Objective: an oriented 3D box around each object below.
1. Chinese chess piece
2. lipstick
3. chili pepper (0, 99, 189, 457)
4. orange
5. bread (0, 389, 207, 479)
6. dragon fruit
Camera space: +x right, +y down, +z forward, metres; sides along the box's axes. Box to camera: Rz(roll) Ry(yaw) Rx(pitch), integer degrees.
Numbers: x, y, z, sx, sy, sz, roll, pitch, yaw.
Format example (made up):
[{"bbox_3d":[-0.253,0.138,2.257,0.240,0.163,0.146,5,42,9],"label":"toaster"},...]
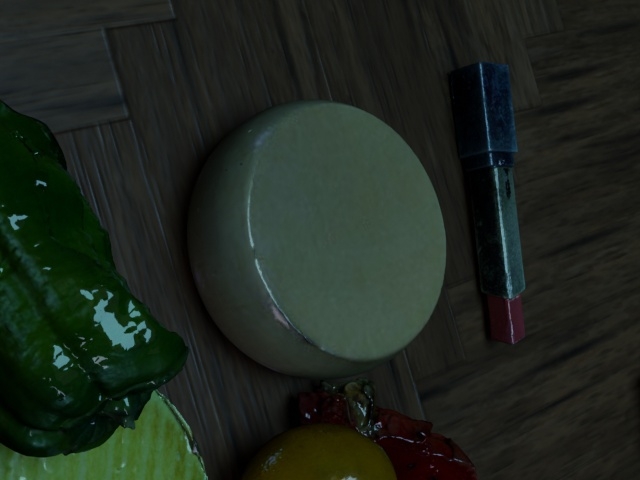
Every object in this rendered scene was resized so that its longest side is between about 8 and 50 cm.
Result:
[{"bbox_3d":[0.000,0.000,1.242,0.273,0.102,0.273,10,73,-37],"label":"Chinese chess piece"},{"bbox_3d":[0.192,-0.040,1.452,0.051,0.051,0.312,-1,83,-42],"label":"lipstick"},{"bbox_3d":[-0.255,-0.008,0.975,0.167,0.213,0.385,-33,77,-6],"label":"chili pepper"},{"bbox_3d":[0.000,0.240,1.162,0.156,0.124,0.156,-3,96,-28],"label":"orange"},{"bbox_3d":[-0.204,0.232,1.051,0.301,0.045,0.301,11,72,-39],"label":"bread"},{"bbox_3d":[0.047,0.198,1.277,0.192,0.122,0.092,35,20,-26],"label":"dragon fruit"}]
